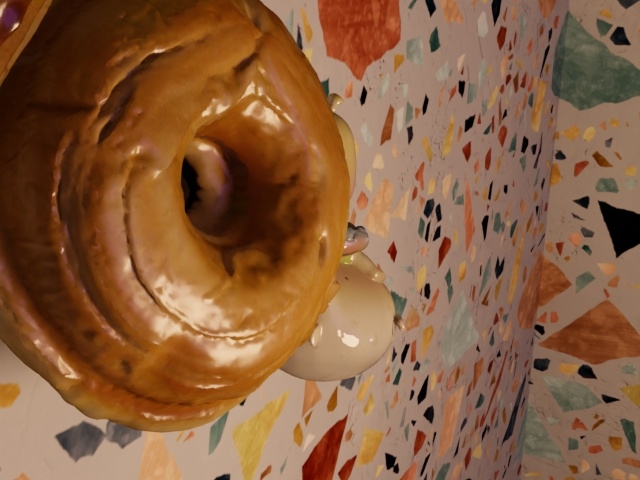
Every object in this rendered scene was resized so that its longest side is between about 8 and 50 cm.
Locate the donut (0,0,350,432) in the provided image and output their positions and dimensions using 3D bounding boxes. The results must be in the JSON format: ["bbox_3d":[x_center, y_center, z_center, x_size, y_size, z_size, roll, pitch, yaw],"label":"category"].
[{"bbox_3d":[-0.136,-0.043,0.875,0.448,0.198,0.449,6,83,-50],"label":"donut"}]

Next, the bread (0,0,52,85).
[{"bbox_3d":[-0.322,-0.176,0.529,0.370,0.191,0.314,-57,168,-10],"label":"bread"}]

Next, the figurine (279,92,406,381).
[{"bbox_3d":[0.000,0.000,1.225,0.274,0.226,0.395,-76,164,-81],"label":"figurine"}]
